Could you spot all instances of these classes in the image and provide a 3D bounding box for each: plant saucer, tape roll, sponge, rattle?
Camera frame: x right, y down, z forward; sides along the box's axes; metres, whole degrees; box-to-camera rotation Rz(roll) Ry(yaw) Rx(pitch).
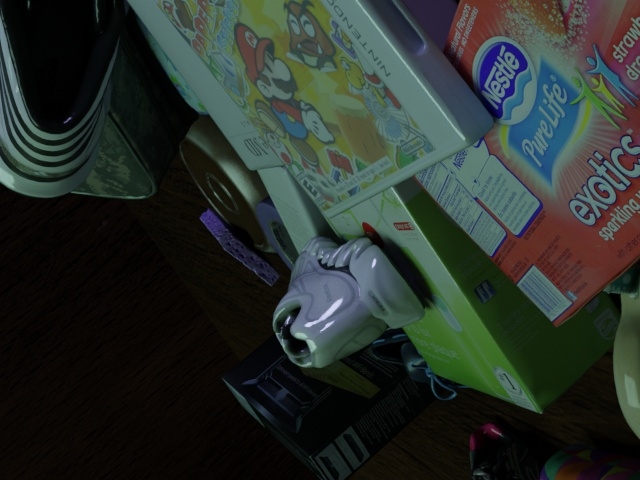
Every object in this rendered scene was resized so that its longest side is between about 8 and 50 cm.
[{"bbox_3d":[-0.152,-0.091,1.525,0.310,0.050,0.310,45,163,18],"label":"plant saucer"},{"bbox_3d":[0.000,0.000,1.243,0.189,0.080,0.189,47,164,18],"label":"tape roll"},{"bbox_3d":[-0.152,0.008,1.663,0.117,0.031,0.210,39,-179,-26],"label":"sponge"},{"bbox_3d":[0.263,0.060,0.603,0.143,0.130,0.199,16,131,63],"label":"rattle"}]

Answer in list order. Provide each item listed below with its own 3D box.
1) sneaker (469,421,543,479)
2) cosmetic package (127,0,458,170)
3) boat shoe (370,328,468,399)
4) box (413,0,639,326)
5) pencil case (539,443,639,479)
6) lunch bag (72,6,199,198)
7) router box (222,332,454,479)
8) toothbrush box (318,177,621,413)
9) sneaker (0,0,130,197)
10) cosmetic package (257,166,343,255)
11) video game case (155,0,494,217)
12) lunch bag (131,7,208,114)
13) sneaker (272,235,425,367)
[{"bbox_3d":[0.243,0.333,1.137,0.112,0.121,0.299,57,-177,-7],"label":"sneaker"},{"bbox_3d":[-0.097,-0.285,0.715,0.453,0.161,0.230,54,164,-14],"label":"cosmetic package"},{"bbox_3d":[0.150,0.155,1.156,0.109,0.089,0.258,53,164,-10],"label":"boat shoe"},{"bbox_3d":[0.161,-0.088,0.470,0.154,0.142,0.300,47,164,14],"label":"box"},{"bbox_3d":[0.322,0.272,0.925,0.104,0.104,0.236,52,165,-6],"label":"pencil case"},{"bbox_3d":[-0.302,-0.244,1.228,0.213,0.256,0.305,3,143,24],"label":"lunch bag"},{"bbox_3d":[0.018,0.212,1.373,0.309,0.243,0.081,26,151,58],"label":"router box"},{"bbox_3d":[0.119,0.000,0.833,0.283,0.122,0.206,56,165,-13],"label":"toothbrush box"},{"bbox_3d":[-0.251,-0.287,0.925,0.257,0.169,0.447,151,122,-60],"label":"sneaker"},{"bbox_3d":[0.018,-0.043,1.026,0.085,0.117,0.231,33,156,44],"label":"cosmetic package"},{"bbox_3d":[-0.016,-0.117,0.551,0.206,0.026,0.227,51,161,-5],"label":"video game case"},{"bbox_3d":[-0.138,-0.240,1.060,0.176,0.090,0.219,57,164,-21],"label":"lunch bag"},{"bbox_3d":[0.000,0.065,0.888,0.110,0.118,0.292,51,169,-4],"label":"sneaker"}]
